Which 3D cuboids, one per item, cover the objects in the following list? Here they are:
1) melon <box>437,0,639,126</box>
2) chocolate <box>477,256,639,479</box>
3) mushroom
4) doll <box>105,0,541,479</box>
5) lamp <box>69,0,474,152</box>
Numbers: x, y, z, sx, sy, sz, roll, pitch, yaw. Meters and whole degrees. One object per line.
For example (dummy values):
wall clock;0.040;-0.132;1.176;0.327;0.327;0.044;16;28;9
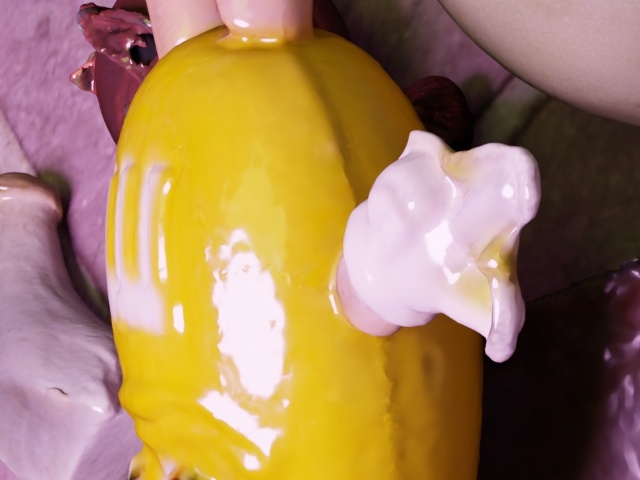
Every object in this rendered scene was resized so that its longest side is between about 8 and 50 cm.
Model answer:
melon;0.168;-0.172;0.741;0.308;0.272;0.271;-7;74;35
chocolate;0.145;0.072;0.811;0.321;0.112;0.112;-22;74;39
mushroom;-0.182;0.064;1.139;0.118;0.103;0.270;-56;42;19
doll;-0.013;-0.026;0.742;0.348;0.161;0.423;110;144;-52
lamp;-0.036;-0.076;0.995;0.223;0.215;0.151;-103;32;-56
